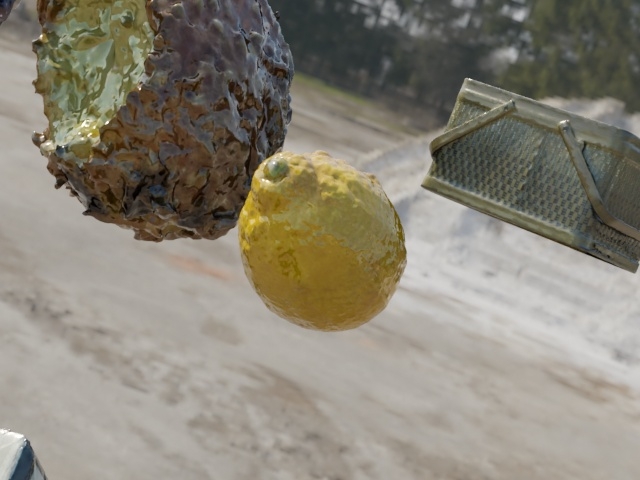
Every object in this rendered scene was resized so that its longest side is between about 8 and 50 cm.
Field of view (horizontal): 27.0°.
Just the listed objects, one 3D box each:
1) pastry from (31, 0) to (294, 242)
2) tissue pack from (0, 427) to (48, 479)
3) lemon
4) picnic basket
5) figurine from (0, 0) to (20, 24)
[{"bbox_3d":[-0.184,-0.187,1.626,0.292,0.405,0.337,-20,-22,32],"label":"pastry"},{"bbox_3d":[-0.212,0.202,0.849,0.090,0.103,0.170,7,-42,17],"label":"tissue pack"},{"bbox_3d":[0.000,0.000,1.135,0.142,0.142,0.187,28,-22,46],"label":"lemon"},{"bbox_3d":[0.267,-0.075,1.547,0.267,0.139,0.165,25,4,39],"label":"picnic basket"},{"bbox_3d":[-0.490,-0.367,1.898,0.145,0.222,0.145,35,35,-29],"label":"figurine"}]
